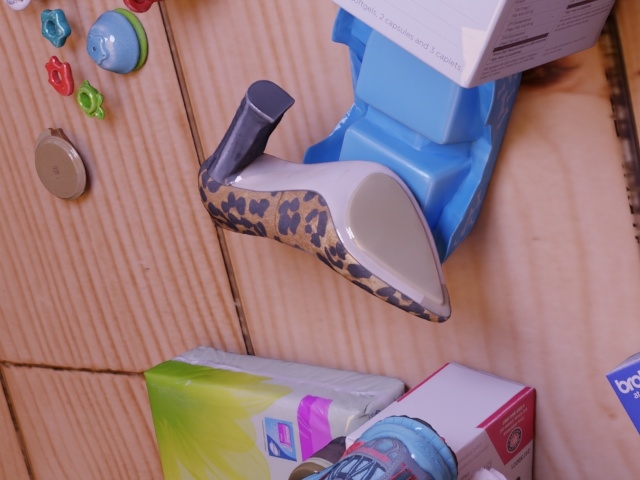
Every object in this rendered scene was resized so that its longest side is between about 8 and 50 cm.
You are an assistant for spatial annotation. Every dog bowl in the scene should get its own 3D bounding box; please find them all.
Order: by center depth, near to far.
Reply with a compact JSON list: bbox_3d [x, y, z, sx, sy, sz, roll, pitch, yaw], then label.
[{"bbox_3d":[0.082,-0.099,1.209,0.166,0.074,0.297,33,128,27],"label":"dog bowl"}]

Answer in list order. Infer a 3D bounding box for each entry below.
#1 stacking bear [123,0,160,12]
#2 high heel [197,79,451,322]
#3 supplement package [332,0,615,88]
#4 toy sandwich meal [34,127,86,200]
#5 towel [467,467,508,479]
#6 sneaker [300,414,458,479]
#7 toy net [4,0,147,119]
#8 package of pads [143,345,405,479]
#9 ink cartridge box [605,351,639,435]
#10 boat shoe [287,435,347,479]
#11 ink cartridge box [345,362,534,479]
[{"bbox_3d":[-0.181,-0.358,1.272,0.164,0.175,0.289,-3,114,40],"label":"stacking bear"},{"bbox_3d":[0.000,0.000,1.229,0.261,0.093,0.186,48,146,10],"label":"high heel"},{"bbox_3d":[0.125,-0.282,0.984,0.199,0.198,0.263,37,125,23],"label":"supplement package"},{"bbox_3d":[-0.291,-0.086,1.580,0.085,0.029,0.085,17,121,30],"label":"toy sandwich meal"},{"bbox_3d":[0.140,0.410,1.168,0.317,0.332,0.053,43,171,-15],"label":"towel"},{"bbox_3d":[0.000,0.244,1.152,0.104,0.125,0.262,43,130,10],"label":"sneaker"},{"bbox_3d":[-0.282,-0.239,1.491,0.232,0.045,0.122,45,134,19],"label":"toy net"},{"bbox_3d":[-0.036,0.244,1.452,0.296,0.101,0.229,7,112,39],"label":"package of pads"},{"bbox_3d":[0.333,0.108,1.099,0.207,0.046,0.097,-33,85,45],"label":"ink cartridge box"},{"bbox_3d":[0.007,0.273,1.309,0.080,0.073,0.223,28,136,23],"label":"boat shoe"},{"bbox_3d":[0.112,0.259,1.276,0.100,0.172,0.237,14,118,35],"label":"ink cartridge box"}]
